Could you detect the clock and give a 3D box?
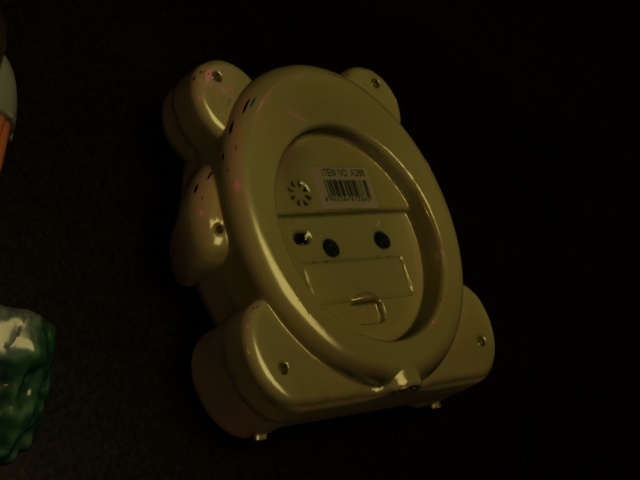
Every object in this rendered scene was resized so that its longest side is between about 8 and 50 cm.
[{"bbox_3d":[0.000,0.000,1.227,0.284,0.114,0.310,-4,70,-40],"label":"clock"}]

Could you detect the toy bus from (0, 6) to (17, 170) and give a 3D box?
[{"bbox_3d":[-0.343,-0.062,0.918,0.287,0.194,0.232,15,72,-36],"label":"toy bus"}]

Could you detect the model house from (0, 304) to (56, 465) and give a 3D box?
[{"bbox_3d":[-0.338,0.183,0.762,0.294,0.251,0.329,22,62,-32],"label":"model house"}]
